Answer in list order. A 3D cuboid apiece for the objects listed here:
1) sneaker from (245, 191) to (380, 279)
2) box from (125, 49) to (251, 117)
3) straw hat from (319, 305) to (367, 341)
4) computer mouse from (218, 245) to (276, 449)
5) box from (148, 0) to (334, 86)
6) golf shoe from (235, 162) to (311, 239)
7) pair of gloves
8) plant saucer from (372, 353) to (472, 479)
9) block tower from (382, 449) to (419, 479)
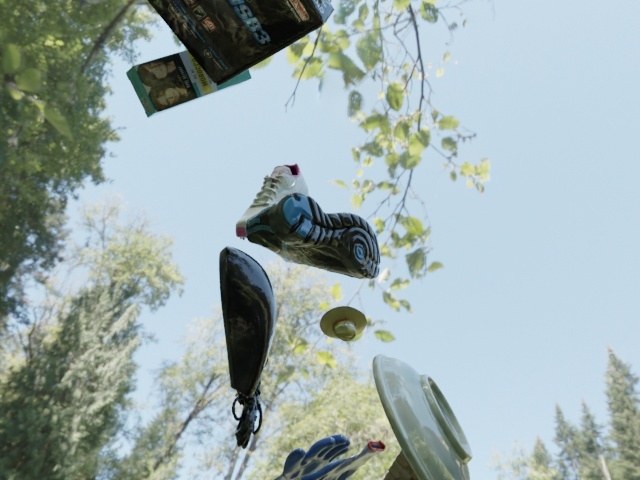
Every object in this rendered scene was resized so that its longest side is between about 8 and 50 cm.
[{"bbox_3d":[0.000,0.000,0.983,0.140,0.124,0.341,-16,-31,38],"label":"sneaker"},{"bbox_3d":[-0.277,-0.356,1.023,0.060,0.244,0.100,4,-59,55],"label":"box"},{"bbox_3d":[0.072,0.265,1.404,0.145,0.061,0.144,-3,-56,-4],"label":"straw hat"},{"bbox_3d":[-0.097,0.133,0.680,0.072,0.188,0.272,-4,-67,-7],"label":"computer mouse"},{"bbox_3d":[-0.173,-0.460,0.839,0.294,0.073,0.295,-11,-49,38],"label":"box"},{"bbox_3d":[-0.115,-0.095,1.108,0.115,0.306,0.140,-2,-71,22],"label":"golf shoe"},{"bbox_3d":[0.005,0.352,0.745,0.159,0.023,0.198,-40,-43,15],"label":"pair of gloves"},{"bbox_3d":[0.266,0.439,1.138,0.101,0.400,0.400,-31,-59,10],"label":"plant saucer"},{"bbox_3d":[0.172,0.665,1.154,0.091,0.097,0.335,29,-85,-41],"label":"block tower"}]
